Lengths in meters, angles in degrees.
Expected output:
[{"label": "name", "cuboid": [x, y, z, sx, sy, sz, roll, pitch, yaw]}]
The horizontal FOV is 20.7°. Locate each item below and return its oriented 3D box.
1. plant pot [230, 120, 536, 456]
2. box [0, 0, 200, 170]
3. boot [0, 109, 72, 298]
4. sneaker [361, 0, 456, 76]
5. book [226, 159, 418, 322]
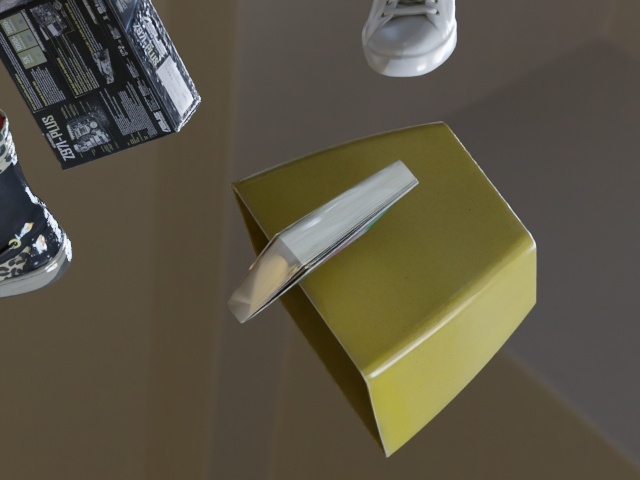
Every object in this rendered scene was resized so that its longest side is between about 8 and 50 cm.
[{"label": "plant pot", "cuboid": [0.069, 0.023, 1.498, 0.187, 0.212, 0.212, -32, -114, -8]}, {"label": "box", "cuboid": [-0.231, -0.181, 1.774, 0.147, 0.180, 0.077, -17, -157, 25]}, {"label": "boot", "cuboid": [-0.328, -0.016, 1.371, 0.236, 0.178, 0.085, -13, -128, -2]}, {"label": "sneaker", "cuboid": [0.100, -0.292, 1.945, 0.106, 0.123, 0.290, -1, -143, 13]}, {"label": "book", "cuboid": [0.000, 0.000, 1.299, 0.035, 0.096, 0.144, 50, -132, 4]}]
